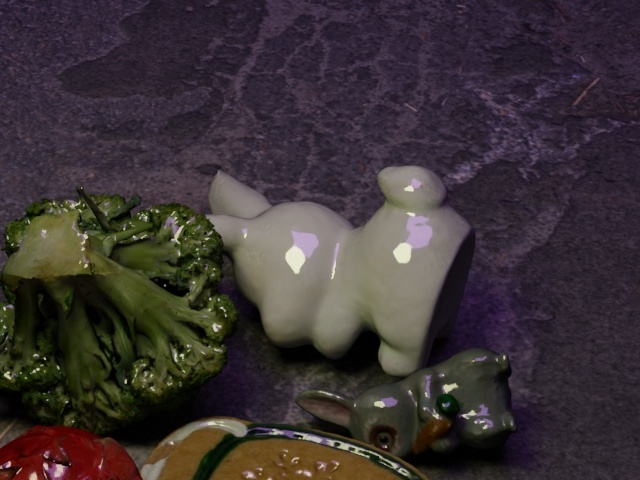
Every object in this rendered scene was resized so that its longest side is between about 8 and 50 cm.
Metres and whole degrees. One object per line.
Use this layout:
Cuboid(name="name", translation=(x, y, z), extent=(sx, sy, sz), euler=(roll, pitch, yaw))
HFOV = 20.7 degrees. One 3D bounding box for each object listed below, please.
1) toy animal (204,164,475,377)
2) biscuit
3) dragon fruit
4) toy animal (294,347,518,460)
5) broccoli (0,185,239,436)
Cuboid(name="toy animal", translation=(0.002, 0.010, 2.138), extent=(0.367, 0.241, 0.196), euler=(9, 18, 20))
Cuboid(name="biscuit", translation=(-0.041, 0.302, 1.889), extent=(0.343, 0.057, 0.287), euler=(13, 36, 13))
Cuboid(name="dragon fruit", translation=(-0.268, 0.275, 1.809), extent=(0.209, 0.172, 0.172), euler=(13, 36, 6))
Cuboid(name="toy animal", translation=(0.101, 0.200, 2.020), extent=(0.251, 0.127, 0.125), euler=(-9, 48, 5))
Cuboid(name="broccoli", translation=(-0.251, 0.058, 2.006), extent=(0.321, 0.283, 0.304), euler=(-12, 62, 10))
